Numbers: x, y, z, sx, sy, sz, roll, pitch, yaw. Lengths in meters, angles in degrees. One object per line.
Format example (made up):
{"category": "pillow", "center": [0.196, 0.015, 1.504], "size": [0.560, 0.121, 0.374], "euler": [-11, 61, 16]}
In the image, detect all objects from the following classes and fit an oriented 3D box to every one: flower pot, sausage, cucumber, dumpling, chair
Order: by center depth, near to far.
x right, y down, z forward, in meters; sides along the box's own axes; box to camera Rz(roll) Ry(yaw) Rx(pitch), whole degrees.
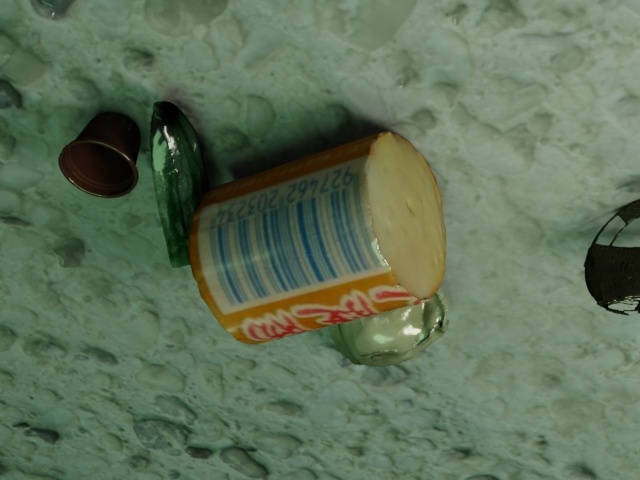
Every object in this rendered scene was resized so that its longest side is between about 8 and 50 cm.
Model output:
{"category": "chair", "center": [0.458, 0.020, 1.657], "size": [0.213, 0.174, 0.149], "euler": [2, 140, -2]}
{"category": "sausage", "center": [0.000, 0.000, 1.715], "size": [0.287, 0.233, 0.233], "euler": [-18, 128, 29]}
{"category": "cucumber", "center": [-0.188, -0.085, 1.765], "size": [0.063, 0.115, 0.243], "euler": [0, 136, 8]}
{"category": "flower pot", "center": [-0.293, -0.126, 1.769], "size": [0.111, 0.089, 0.111], "euler": [8, 137, 7]}
{"category": "dumpling", "center": [0.083, 0.103, 1.891], "size": [0.247, 0.142, 0.172], "euler": [-30, 86, 45]}
